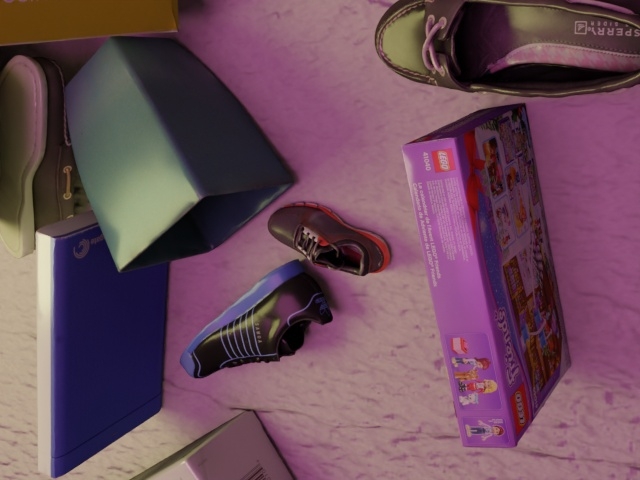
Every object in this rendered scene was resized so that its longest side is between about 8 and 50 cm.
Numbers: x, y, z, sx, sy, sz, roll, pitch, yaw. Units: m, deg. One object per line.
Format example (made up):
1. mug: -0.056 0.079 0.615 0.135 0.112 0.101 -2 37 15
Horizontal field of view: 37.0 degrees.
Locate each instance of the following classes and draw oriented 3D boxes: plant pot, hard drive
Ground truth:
1. plant pot: -0.186 -0.113 1.118 0.165 0.166 0.234 -37 78 33
2. hard drive: -0.271 0.113 1.207 0.040 0.210 0.318 17 113 25

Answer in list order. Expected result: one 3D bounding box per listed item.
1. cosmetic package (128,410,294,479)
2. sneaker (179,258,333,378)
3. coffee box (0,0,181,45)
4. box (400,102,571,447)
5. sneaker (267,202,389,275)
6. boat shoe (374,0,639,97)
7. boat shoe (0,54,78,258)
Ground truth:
1. cosmetic package: -0.203 0.417 1.303 0.385 0.156 0.217 -33 88 34
2. sneaker: -0.082 0.122 1.180 0.232 0.081 0.090 -42 76 31
3. coffee box: -0.382 -0.383 0.998 0.334 0.338 0.338 16 113 40
4. box: 0.170 0.026 0.934 0.057 0.201 0.293 -6 102 31
5. sneaker: 0.000 0.000 1.102 0.158 0.065 0.061 17 114 24
6. boat shoe: 0.178 -0.192 0.900 0.335 0.095 0.112 8 115 36
7. boat shoe: -0.355 -0.109 1.220 0.109 0.091 0.305 45 136 28
